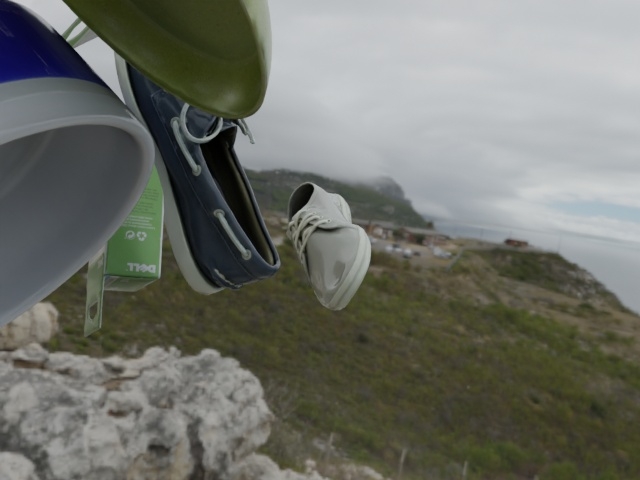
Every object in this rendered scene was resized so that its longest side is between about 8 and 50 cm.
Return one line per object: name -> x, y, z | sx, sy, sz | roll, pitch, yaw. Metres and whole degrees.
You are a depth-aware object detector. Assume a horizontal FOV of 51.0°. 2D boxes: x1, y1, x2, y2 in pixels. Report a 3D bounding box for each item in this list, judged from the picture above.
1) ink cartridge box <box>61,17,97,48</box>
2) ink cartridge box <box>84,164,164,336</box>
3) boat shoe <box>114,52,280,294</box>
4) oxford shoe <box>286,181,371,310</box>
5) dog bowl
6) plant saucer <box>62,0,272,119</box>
ink cartridge box -> -0.234, -0.299, 0.791 | 0.171, 0.056, 0.235 | -24, 15, 39
ink cartridge box -> -0.222, 0.002, 0.760 | 0.062, 0.209, 0.109 | 7, -15, -28
boat shoe -> -0.100, -0.082, 0.556 | 0.079, 0.254, 0.095 | -16, -1, 19
oxford shoe -> 0.000, 0.000, 1.380 | 0.130, 0.169, 0.449 | 29, 18, -19
dog bowl -> -0.244, -0.022, 0.426 | 0.104, 0.265, 0.265 | 48, 11, 7
plant saucer -> -0.111, -0.168, 0.363 | 0.241, 0.037, 0.241 | 37, -15, 12
